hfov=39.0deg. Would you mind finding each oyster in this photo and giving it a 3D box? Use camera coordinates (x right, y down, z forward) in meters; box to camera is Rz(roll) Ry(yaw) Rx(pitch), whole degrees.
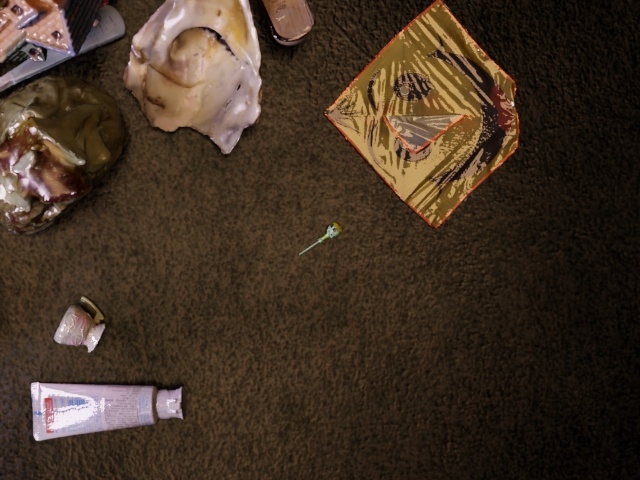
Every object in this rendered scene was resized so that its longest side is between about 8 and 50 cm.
[{"bbox_3d":[-0.184,-0.291,1.379,0.275,0.100,0.271,43,87,-18],"label":"oyster"}]

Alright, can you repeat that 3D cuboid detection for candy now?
[{"bbox_3d":[0.000,0.000,1.442,0.083,0.023,0.025,-35,52,-1],"label":"candy"}]

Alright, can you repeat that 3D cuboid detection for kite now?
[{"bbox_3d":[0.167,-0.208,1.471,0.327,0.013,0.378,-2,91,-7],"label":"kite"}]

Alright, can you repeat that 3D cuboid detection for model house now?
[{"bbox_3d":[-0.405,-0.327,1.269,0.172,0.183,0.166,40,44,-37],"label":"model house"}]

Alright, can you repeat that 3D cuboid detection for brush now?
[{"bbox_3d":[-0.095,-0.451,1.417,0.070,0.065,0.327,-23,83,-1],"label":"brush"}]

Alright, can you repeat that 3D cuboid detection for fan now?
[{"bbox_3d":[-0.424,-0.275,1.368,0.282,0.023,0.057,-33,94,-15],"label":"fan"}]

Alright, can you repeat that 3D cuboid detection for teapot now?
[{"bbox_3d":[-0.361,0.128,1.376,0.064,0.064,0.083,28,55,-14],"label":"teapot"}]

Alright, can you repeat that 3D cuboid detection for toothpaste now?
[{"bbox_3d":[-0.326,0.256,1.383,0.234,0.057,0.089,-3,88,-2],"label":"toothpaste"}]

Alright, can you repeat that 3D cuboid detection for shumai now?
[{"bbox_3d":[-0.403,-0.130,1.293,0.189,0.218,0.256,40,88,-12],"label":"shumai"}]

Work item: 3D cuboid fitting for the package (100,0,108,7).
[{"bbox_3d":[-0.401,-0.506,1.342,0.223,0.108,0.288,10,99,-1],"label":"package"}]
